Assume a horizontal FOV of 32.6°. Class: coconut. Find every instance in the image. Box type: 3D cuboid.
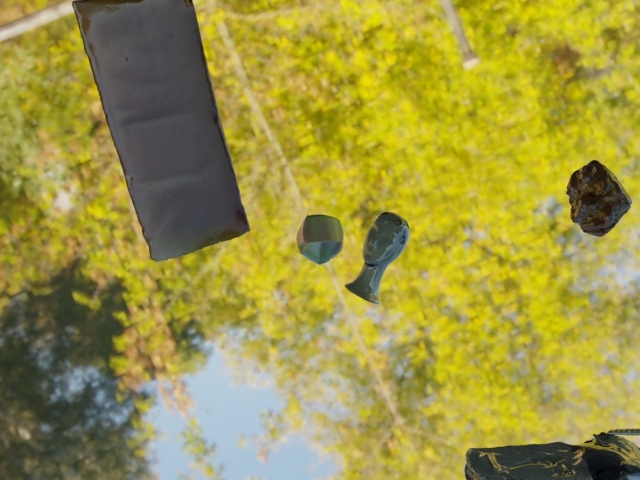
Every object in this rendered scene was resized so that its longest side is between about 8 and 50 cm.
[{"bbox_3d":[0.000,0.000,1.816,0.083,0.081,0.082,-9,165,12],"label":"coconut"}]

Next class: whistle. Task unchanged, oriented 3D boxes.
[{"bbox_3d":[0.453,0.419,1.875,0.188,0.404,0.168,-59,-169,10],"label":"whistle"}]

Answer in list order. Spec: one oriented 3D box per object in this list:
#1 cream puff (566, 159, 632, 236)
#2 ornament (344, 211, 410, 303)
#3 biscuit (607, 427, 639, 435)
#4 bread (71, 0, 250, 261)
[{"bbox_3d":[0.437,-0.063,1.735,0.094,0.116,0.122,-42,-133,17],"label":"cream puff"},{"bbox_3d":[0.102,0.025,1.905,0.075,0.156,0.081,30,-171,32],"label":"ornament"},{"bbox_3d":[0.682,0.377,2.158,0.144,0.016,0.203,7,166,-31],"label":"biscuit"},{"bbox_3d":[-0.194,-0.152,1.361,0.138,0.361,0.077,-17,-147,-8],"label":"bread"}]
